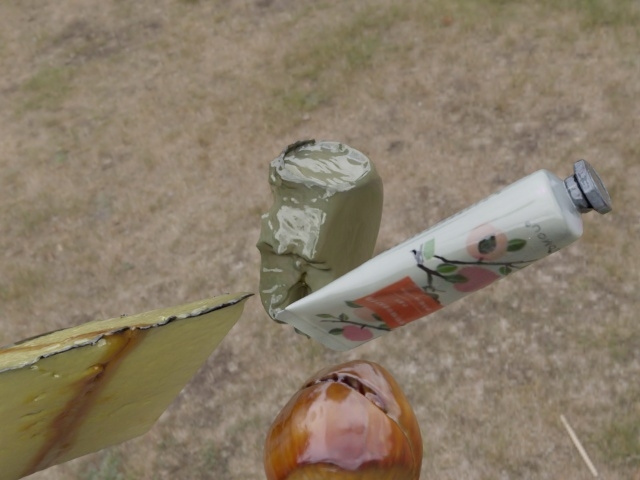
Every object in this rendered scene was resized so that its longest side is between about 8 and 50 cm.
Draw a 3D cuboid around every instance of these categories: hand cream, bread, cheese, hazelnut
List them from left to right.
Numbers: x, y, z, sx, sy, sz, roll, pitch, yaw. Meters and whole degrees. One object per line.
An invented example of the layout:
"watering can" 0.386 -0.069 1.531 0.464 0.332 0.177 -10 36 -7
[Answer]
"bread" -0.336 0.129 1.094 0.346 0.405 0.242 -10 55 -39
"cheese" 0.000 0.000 0.963 0.091 0.202 0.175 15 18 22
"hazelnut" 0.033 0.223 1.008 0.182 0.182 0.182 -8 41 7
"hand cream" 0.081 0.017 0.621 0.234 0.080 0.050 -30 47 25
